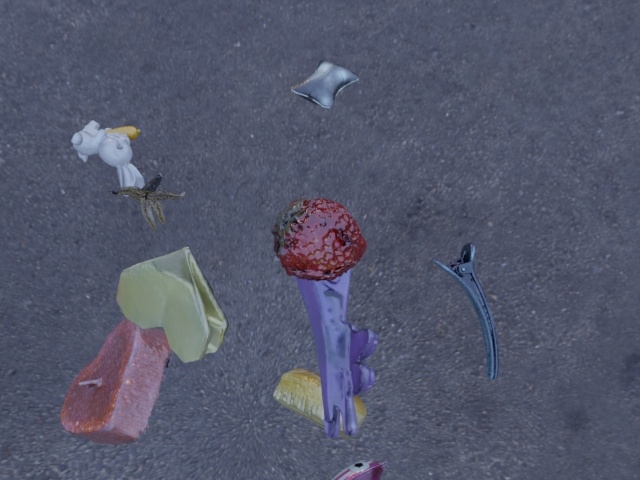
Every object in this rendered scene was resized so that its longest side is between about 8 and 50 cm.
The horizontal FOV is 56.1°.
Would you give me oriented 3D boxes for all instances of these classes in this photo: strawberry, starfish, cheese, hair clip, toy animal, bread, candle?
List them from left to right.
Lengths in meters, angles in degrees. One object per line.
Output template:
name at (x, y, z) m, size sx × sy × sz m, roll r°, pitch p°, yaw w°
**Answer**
candle at (-0.482, 0.350, 1.386) m, size 0.131 × 0.287 × 0.317 m, roll 34°, pitch 101°, yaw -35°
toy animal at (-0.495, -0.208, 1.456) m, size 0.182 × 0.127 × 0.131 m, roll 28°, pitch 32°, yaw -4°
starfish at (-0.327, -0.086, 1.117) m, size 0.130 × 0.133 × 0.041 m, roll 15°, pitch 33°, yaw -30°
bread at (-0.001, 0.381, 1.438) m, size 0.236 × 0.140 × 0.106 m, roll 13°, pitch 68°, yaw 40°
strawberry at (0.000, 0.000, 0.568) m, size 0.097 × 0.083 × 0.083 m, roll 11°, pitch 70°, yaw -34°
hair clip at (0.023, 0.124, 0.834) m, size 0.090 × 0.137 × 0.278 m, roll -5°, pitch 74°, yaw -35°
cheese at (0.040, 0.539, 1.282) m, size 0.244 × 0.155 × 0.062 m, roll -30°, pitch 60°, yaw -9°
hair clip at (0.300, 0.141, 1.137) m, size 0.083 × 0.048 × 0.275 m, roll -27°, pitch 102°, yaw -10°

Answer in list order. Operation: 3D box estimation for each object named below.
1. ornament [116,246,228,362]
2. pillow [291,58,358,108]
ornament at (-0.237, 0.085, 0.966) m, size 0.201 × 0.180 × 0.059 m, roll 30°, pitch 27°, yaw 19°
pillow at (0.011, -0.323, 1.232) m, size 0.091 × 0.055 × 0.135 m, roll 46°, pitch 53°, yaw -6°
